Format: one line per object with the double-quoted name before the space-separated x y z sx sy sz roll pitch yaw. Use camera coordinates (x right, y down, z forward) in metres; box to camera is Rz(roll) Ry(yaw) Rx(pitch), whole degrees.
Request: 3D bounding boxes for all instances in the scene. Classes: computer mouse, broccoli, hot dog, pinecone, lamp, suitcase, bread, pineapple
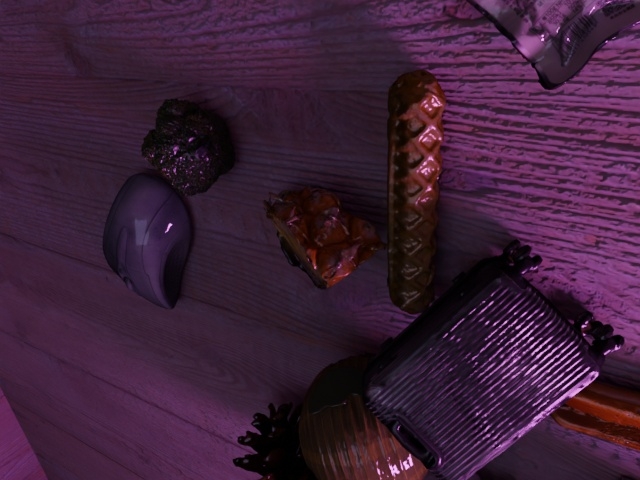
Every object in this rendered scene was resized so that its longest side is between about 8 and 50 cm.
"computer mouse" -0.392 0.025 1.087 0.188 0.122 0.371 32 133 15
"broccoli" -0.227 -0.165 0.855 0.162 0.146 0.138 54 168 -29
"hot dog" 0.431 0.247 0.695 0.236 0.062 0.092 15 124 24
"pinecone" -0.068 0.474 1.058 0.264 0.264 0.264 17 125 25
"lamp" 0.104 0.313 0.845 0.284 0.250 0.250 -17 108 11
"suitcase" 0.219 0.168 0.681 0.202 0.128 0.312 45 101 2
"bread" 0.133 -0.053 0.705 0.077 0.084 0.367 0 119 9
"pineapple" 0.000 0.000 0.794 0.236 0.114 0.186 42 156 48

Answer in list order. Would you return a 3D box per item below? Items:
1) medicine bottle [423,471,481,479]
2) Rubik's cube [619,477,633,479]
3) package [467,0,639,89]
"medicine bottle" 0.216 0.482 0.950 0.296 0.111 0.161 8 136 33
"Rubik's cube" 0.507 0.547 0.709 0.237 0.237 0.238 22 128 20
"package" 0.242 -0.288 0.522 0.232 0.040 0.166 52 129 8
